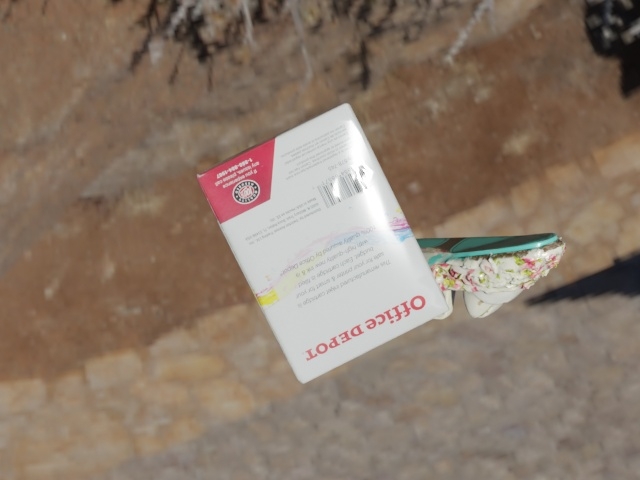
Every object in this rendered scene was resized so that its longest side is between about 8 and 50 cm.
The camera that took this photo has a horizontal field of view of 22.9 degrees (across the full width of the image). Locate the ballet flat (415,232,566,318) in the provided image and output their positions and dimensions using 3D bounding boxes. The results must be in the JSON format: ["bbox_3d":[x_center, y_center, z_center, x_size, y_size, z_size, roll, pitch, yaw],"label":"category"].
[{"bbox_3d":[0.127,0.035,1.481,0.241,0.077,0.091,-2,-167,40],"label":"ballet flat"}]

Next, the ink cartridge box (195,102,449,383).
[{"bbox_3d":[0.000,0.000,1.216,0.128,0.127,0.176,-26,94,-1],"label":"ink cartridge box"}]
